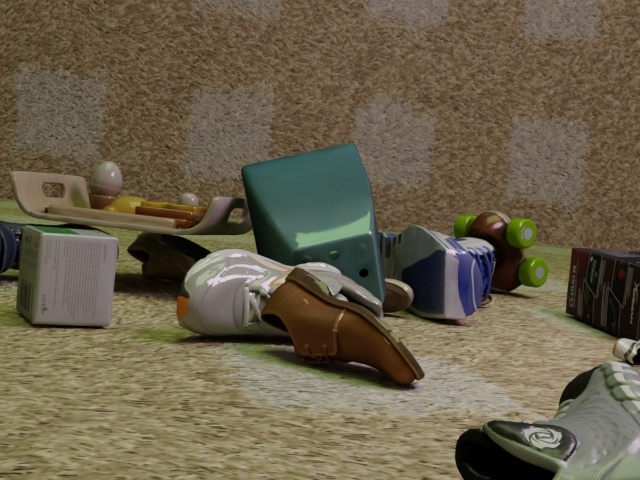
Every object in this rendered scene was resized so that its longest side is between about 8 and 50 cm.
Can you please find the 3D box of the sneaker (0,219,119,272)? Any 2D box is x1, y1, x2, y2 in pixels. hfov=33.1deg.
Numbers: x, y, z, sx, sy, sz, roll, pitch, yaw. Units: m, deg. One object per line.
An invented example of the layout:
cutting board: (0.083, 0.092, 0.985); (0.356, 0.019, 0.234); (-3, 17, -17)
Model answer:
sneaker: (-0.396, 0.016, 1.448); (0.226, 0.086, 0.163); (5, 3, 1)

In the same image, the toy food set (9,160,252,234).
toy food set: (-0.254, -0.064, 1.542); (0.306, 0.093, 0.219); (6, 2, 13)

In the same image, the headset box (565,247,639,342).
headset box: (0.500, 0.079, 1.558); (0.218, 0.110, 0.293); (4, 5, -8)

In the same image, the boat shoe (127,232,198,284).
boat shoe: (-0.233, 0.037, 1.616); (0.072, 0.068, 0.190); (-33, 30, -19)

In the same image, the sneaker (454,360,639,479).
sneaker: (0.150, 0.128, 0.703); (0.132, 0.086, 0.229); (3, 5, -1)

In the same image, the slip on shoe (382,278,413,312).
slip on shoe: (0.059, 0.078, 1.479); (0.135, 0.052, 0.041); (8, 28, 20)

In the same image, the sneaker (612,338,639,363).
sneaker: (0.386, 0.134, 1.277); (0.083, 0.032, 0.037); (-3, 22, -31)

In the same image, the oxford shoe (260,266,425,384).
oxford shoe: (0.019, 0.101, 1.075); (0.212, 0.076, 0.076); (26, -26, 47)

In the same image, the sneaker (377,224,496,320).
sneaker: (0.196, 0.040, 1.600); (0.182, 0.128, 0.315); (2, 4, -16)

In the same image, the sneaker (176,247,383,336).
sneaker: (-0.035, 0.068, 1.198); (0.262, 0.099, 0.121); (0, 12, -43)

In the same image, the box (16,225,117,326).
box: (-0.283, 0.039, 1.198); (0.087, 0.102, 0.101); (5, 3, -26)

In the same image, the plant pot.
plant pot: (0.000, 0.000, 1.424); (0.165, 0.166, 0.234); (-12, 26, -5)

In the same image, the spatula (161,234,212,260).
spatula: (-0.125, 0.030, 1.590); (0.084, 0.030, 0.296); (18, 1, 39)

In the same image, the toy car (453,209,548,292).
toy car: (0.264, 0.048, 1.845); (0.188, 0.149, 0.155); (-32, 22, -31)
